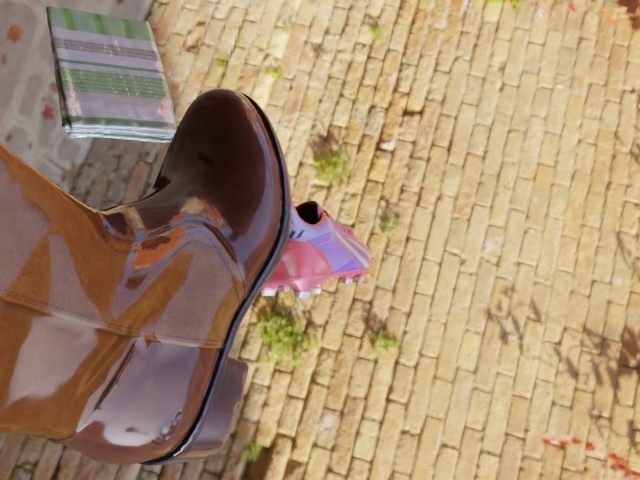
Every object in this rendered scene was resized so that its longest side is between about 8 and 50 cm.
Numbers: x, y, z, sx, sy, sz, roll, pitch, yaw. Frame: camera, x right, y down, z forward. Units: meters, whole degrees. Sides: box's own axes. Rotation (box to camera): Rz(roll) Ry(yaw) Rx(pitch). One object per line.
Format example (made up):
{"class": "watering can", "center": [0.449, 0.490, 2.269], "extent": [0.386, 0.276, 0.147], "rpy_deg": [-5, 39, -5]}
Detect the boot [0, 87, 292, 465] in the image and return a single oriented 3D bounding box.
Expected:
{"class": "boot", "center": [-0.129, -0.018, 0.351], "extent": [0.280, 0.096, 0.264], "rpy_deg": [38, 63, -58]}

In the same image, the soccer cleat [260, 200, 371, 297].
{"class": "soccer cleat", "center": [0.000, 0.000, 0.704], "extent": [0.248, 0.083, 0.095], "rpy_deg": [-14, 106, -70]}

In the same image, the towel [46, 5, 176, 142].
{"class": "towel", "center": [-0.212, -0.166, 0.673], "extent": [0.023, 0.113, 0.152], "rpy_deg": [-43, -123, 46]}
